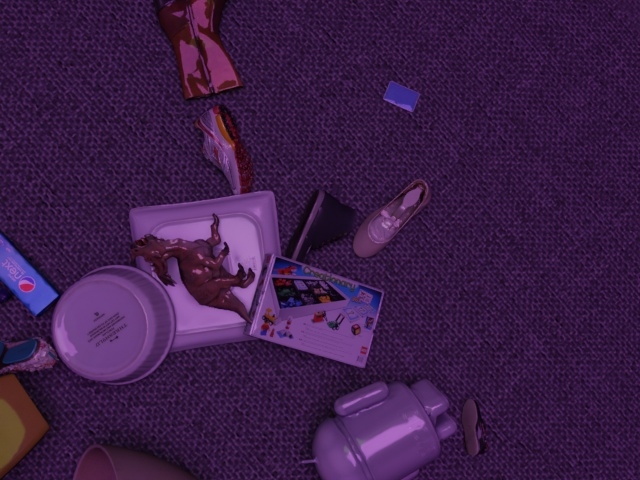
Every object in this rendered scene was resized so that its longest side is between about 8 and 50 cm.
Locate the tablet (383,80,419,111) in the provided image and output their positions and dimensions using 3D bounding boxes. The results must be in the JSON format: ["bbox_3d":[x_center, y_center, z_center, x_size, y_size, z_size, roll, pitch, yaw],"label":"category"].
[{"bbox_3d":[0.204,-0.363,2.061,0.083,0.006,0.054,23,81,-4],"label":"tablet"}]

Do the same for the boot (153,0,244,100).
[{"bbox_3d":[-0.244,-0.502,1.969,0.264,0.096,0.280,-20,87,-10],"label":"boot"}]

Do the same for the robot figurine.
[{"bbox_3d":[0.129,0.452,1.849,0.354,0.200,0.299,-27,113,-10],"label":"robot figurine"}]

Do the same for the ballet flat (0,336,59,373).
[{"bbox_3d":[-0.669,0.261,1.786,0.077,0.241,0.091,44,51,-43],"label":"ballet flat"}]

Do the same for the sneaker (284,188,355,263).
[{"bbox_3d":[0.000,0.000,1.948,0.118,0.083,0.222,26,88,-16],"label":"sneaker"}]

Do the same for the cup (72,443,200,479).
[{"bbox_3d":[-0.371,0.597,1.730,0.237,0.331,0.330,7,81,-34],"label":"cup"}]

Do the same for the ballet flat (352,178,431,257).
[{"bbox_3d":[0.175,-0.058,1.980,0.086,0.086,0.248,45,80,-1],"label":"ballet flat"}]

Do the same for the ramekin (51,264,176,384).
[{"bbox_3d":[-0.465,0.188,1.804,0.273,0.127,0.272,0,88,5],"label":"ramekin"}]

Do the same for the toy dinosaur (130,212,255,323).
[{"bbox_3d":[-0.271,0.077,1.814,0.200,0.127,0.295,-32,102,4],"label":"toy dinosaur"}]

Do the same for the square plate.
[{"bbox_3d":[-0.256,0.073,1.894,0.344,0.049,0.347,-8,88,-2],"label":"square plate"}]

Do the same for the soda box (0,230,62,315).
[{"bbox_3d":[-0.684,0.073,1.847,0.071,0.067,0.210,-43,90,-10],"label":"soda box"}]

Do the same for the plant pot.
[{"bbox_3d":[-0.700,0.400,1.746,0.187,0.212,0.212,-34,89,-24],"label":"plant pot"}]

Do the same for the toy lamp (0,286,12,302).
[{"bbox_3d":[-0.780,0.224,1.789,0.080,0.080,0.274,27,67,-4],"label":"toy lamp"}]

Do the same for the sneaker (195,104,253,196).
[{"bbox_3d":[-0.228,-0.205,1.950,0.093,0.088,0.225,-19,93,21],"label":"sneaker"}]

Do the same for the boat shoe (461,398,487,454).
[{"bbox_3d":[0.372,0.449,1.967,0.042,0.049,0.133,5,74,-36],"label":"boat shoe"}]

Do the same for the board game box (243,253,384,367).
[{"bbox_3d":[-0.011,0.166,1.895,0.305,0.053,0.192,20,80,-24],"label":"board game box"}]
